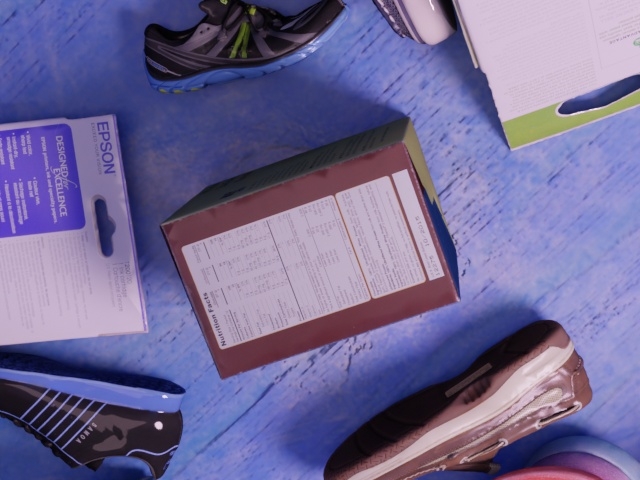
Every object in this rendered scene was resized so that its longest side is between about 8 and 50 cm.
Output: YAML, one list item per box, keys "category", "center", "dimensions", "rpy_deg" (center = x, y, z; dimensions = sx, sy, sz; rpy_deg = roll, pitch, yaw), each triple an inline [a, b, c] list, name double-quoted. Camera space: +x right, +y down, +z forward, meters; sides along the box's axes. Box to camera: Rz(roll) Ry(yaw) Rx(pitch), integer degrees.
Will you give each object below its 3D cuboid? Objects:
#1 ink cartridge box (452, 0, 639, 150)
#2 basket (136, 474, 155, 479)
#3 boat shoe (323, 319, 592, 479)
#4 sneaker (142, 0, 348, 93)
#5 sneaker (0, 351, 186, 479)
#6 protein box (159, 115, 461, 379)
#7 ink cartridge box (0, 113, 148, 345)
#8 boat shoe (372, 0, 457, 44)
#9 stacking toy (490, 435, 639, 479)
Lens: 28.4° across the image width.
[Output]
- category: "ink cartridge box"
  center: [0.204, -0.201, 1.033]
  dimensions: [0.189, 0.255, 0.097]
  rpy_deg: [-20, 58, 8]
- category: "basket"
  center: [-0.178, 0.386, 1.150]
  dimensions: [0.255, 0.201, 0.289]
  rpy_deg: [-35, 86, 10]
- category: "boat shoe"
  center: [0.129, 0.178, 1.140]
  dimensions: [0.257, 0.095, 0.095]
  rpy_deg: [-32, 103, 10]
- category: "sneaker"
  center: [-0.068, -0.181, 1.099]
  dimensions: [0.188, 0.067, 0.078]
  rpy_deg: [-12, 106, 10]
- category: "sneaker"
  center: [-0.244, 0.162, 1.174]
  dimensions: [0.232, 0.081, 0.090]
  rpy_deg: [10, 95, 2]
- category: "protein box"
  center: [0.000, 0.000, 1.060]
  dimensions: [0.201, 0.200, 0.136]
  rpy_deg: [-19, 99, 9]
- category: "ink cartridge box"
  center: [-0.268, -0.007, 1.162]
  dimensions: [0.208, 0.045, 0.206]
  rpy_deg: [-5, 100, 7]
- category: "boat shoe"
  center: [-0.025, -0.290, 1.057]
  dimensions: [0.158, 0.127, 0.340]
  rpy_deg: [-28, 89, 16]
- category: "stacking toy"
  center: [0.224, 0.344, 1.174]
  dimensions: [0.279, 0.130, 0.309]
  rpy_deg: [-26, 92, 28]
